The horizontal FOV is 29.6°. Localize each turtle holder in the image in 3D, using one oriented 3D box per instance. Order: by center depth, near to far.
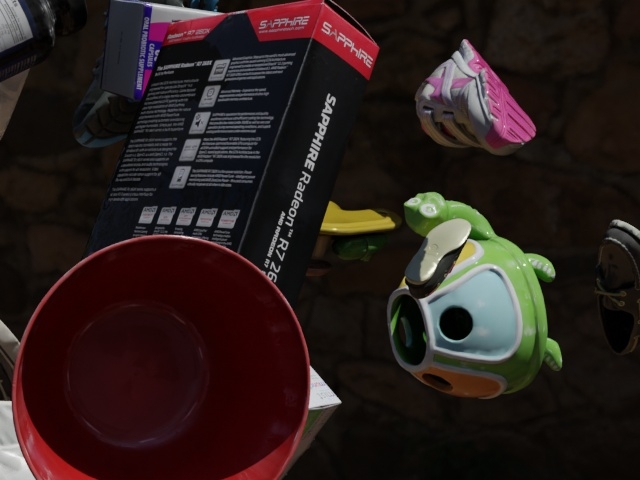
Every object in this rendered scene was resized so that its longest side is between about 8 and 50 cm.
[{"bbox_3d":[0.234,0.097,1.938,0.227,0.320,0.243,-6,18,-28],"label":"turtle holder"}]

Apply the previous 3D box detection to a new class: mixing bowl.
[{"bbox_3d":[-0.106,0.088,0.760,0.181,0.181,0.098,-26,8,-17],"label":"mixing bowl"}]

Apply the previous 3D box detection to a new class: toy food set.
[{"bbox_3d":[0.000,0.000,1.467,0.218,0.071,0.128,-6,19,-42],"label":"toy food set"}]

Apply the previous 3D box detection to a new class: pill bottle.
[{"bbox_3d":[-0.373,-0.233,1.336,0.219,0.123,0.123,-33,24,-30],"label":"pill bottle"}]

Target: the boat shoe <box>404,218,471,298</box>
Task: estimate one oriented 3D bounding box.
[{"bbox_3d":[0.156,0.022,1.605,0.049,0.042,0.133,22,55,30],"label":"boat shoe"}]

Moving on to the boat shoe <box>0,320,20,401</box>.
[{"bbox_3d":[-0.584,0.224,2.053,0.127,0.340,0.158,32,65,33],"label":"boat shoe"}]

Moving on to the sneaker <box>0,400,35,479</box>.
[{"bbox_3d":[-0.373,0.313,1.777,0.292,0.169,0.108,14,-15,-19],"label":"sneaker"}]

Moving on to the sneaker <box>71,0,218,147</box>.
[{"bbox_3d":[-0.310,-0.308,2.004,0.139,0.125,0.341,36,88,23],"label":"sneaker"}]

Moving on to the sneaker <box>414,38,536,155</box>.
[{"bbox_3d":[0.181,-0.153,1.485,0.111,0.103,0.252,-39,20,13],"label":"sneaker"}]

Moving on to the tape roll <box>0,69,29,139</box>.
[{"bbox_3d":[-0.425,-0.278,1.607,0.100,0.286,0.286,19,12,-17],"label":"tape roll"}]

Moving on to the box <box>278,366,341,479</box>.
[{"bbox_3d":[-0.126,0.334,2.382,0.126,0.231,0.262,1,-49,-54],"label":"box"}]

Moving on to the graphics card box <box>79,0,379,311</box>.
[{"bbox_3d":[-0.102,-0.036,1.135,0.232,0.094,0.371,2,68,44],"label":"graphics card box"}]

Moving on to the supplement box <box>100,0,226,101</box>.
[{"bbox_3d":[-0.135,-0.217,1.442,0.220,0.111,0.114,1,12,-31],"label":"supplement box"}]

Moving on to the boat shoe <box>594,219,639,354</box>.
[{"bbox_3d":[0.384,0.065,1.528,0.068,0.228,0.081,-44,50,-15],"label":"boat shoe"}]
